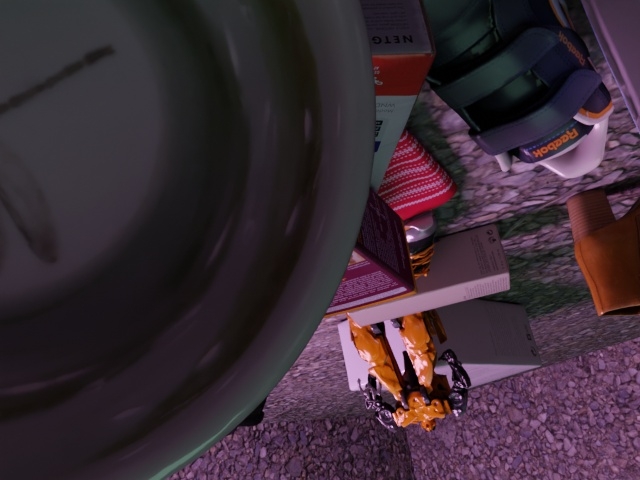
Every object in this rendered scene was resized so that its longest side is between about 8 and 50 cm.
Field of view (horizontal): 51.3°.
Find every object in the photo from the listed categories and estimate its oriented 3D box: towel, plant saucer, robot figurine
[{"bbox_3d":[0.046,-0.060,0.821,0.199,0.031,0.275,-25,159,20],"label":"towel"},{"bbox_3d":[-0.176,-0.062,0.334,0.401,0.400,0.100,-7,-177,-9],"label":"plant saucer"},{"bbox_3d":[0.162,0.221,1.261,0.211,0.290,0.085,-19,-175,22],"label":"robot figurine"}]

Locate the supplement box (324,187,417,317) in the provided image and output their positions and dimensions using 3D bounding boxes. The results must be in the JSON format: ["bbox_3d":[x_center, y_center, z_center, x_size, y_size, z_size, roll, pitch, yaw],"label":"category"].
[{"bbox_3d":[0.000,0.000,0.566,0.104,0.080,0.188,-18,155,20],"label":"supplement box"}]

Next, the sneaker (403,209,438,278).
[{"bbox_3d":[0.136,0.020,1.005,0.084,0.083,0.215,-25,165,-15],"label":"sneaker"}]

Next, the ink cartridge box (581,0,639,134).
[{"bbox_3d":[0.358,-0.159,0.536,0.198,0.197,0.270,-26,154,31],"label":"ink cartridge box"}]

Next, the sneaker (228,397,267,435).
[{"bbox_3d":[-0.119,0.103,0.745,0.185,0.202,0.483,7,-164,31],"label":"sneaker"}]

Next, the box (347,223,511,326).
[{"bbox_3d":[0.178,0.063,1.140,0.275,0.094,0.113,-15,158,10],"label":"box"}]

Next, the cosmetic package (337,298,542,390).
[{"bbox_3d":[0.285,0.243,1.542,0.453,0.161,0.230,11,149,-44],"label":"cosmetic package"}]

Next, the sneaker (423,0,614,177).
[{"bbox_3d":[0.172,-0.145,0.583,0.126,0.127,0.321,-27,152,38],"label":"sneaker"}]

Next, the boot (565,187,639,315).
[{"bbox_3d":[0.538,0.007,1.018,0.295,0.211,0.104,-12,159,1],"label":"boot"}]

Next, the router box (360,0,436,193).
[{"bbox_3d":[-0.110,-0.080,0.549,0.336,0.082,0.301,-5,156,-10],"label":"router box"}]
